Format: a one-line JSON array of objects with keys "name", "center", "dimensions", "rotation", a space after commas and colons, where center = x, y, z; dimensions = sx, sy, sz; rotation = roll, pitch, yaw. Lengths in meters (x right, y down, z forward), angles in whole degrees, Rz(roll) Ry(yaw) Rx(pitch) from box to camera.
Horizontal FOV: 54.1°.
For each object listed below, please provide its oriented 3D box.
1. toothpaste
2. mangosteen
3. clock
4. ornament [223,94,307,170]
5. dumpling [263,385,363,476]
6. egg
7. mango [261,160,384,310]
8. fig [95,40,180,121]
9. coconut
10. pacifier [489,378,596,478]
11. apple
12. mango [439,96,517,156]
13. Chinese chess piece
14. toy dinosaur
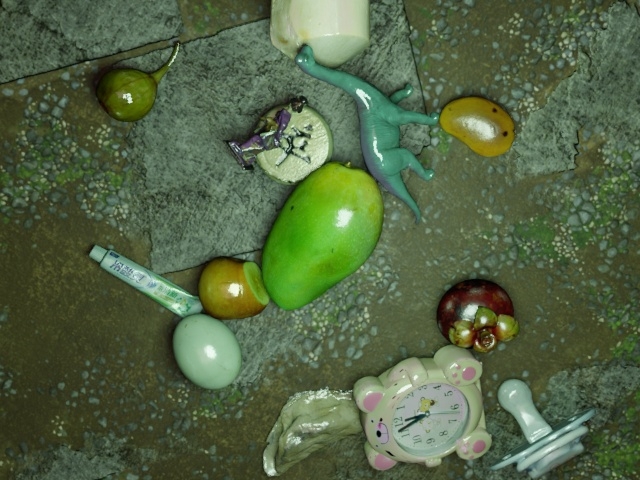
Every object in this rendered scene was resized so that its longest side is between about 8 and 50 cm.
[{"name": "toothpaste", "center": [-0.420, 0.101, 1.517], "dimensions": [0.296, 0.048, 0.075], "rotation": [32, 94, -8]}, {"name": "mangosteen", "center": [0.365, 0.183, 1.454], "dimensions": [0.199, 0.200, 0.200], "rotation": [0, 99, 0]}, {"name": "clock", "center": [0.244, 0.412, 1.508], "dimensions": [0.309, 0.114, 0.284], "rotation": [-14, 109, -6]}, {"name": "ornament", "center": [-0.106, -0.241, 1.373], "dimensions": [0.203, 0.081, 0.088], "rotation": [-38, 92, 4]}, {"name": "dumpling", "center": [-0.019, 0.461, 1.553], "dimensions": [0.332, 0.086, 0.166], "rotation": [-31, 100, 0]}, {"name": "egg", "center": [-0.269, 0.262, 1.486], "dimensions": [0.149, 0.149, 0.192], "rotation": [-31, 93, 4]}, {"name": "mango", "center": [0.000, 0.000, 1.420], "dimensions": [0.225, 0.201, 0.382], "rotation": [31, 109, -6]}, {"name": "fig", "center": [-0.401, -0.369, 1.429], "dimensions": [0.124, 0.124, 0.236], "rotation": [44, 72, -6]}, {"name": "coconut", "center": [0.002, -0.469, 1.339], "dimensions": [0.241, 0.241, 0.241], "rotation": [0, 99, 0]}, {"name": "pacifier", "center": [0.506, 0.438, 1.504], "dimensions": [0.287, 0.238, 0.226], "rotation": [-34, 67, 3]}, {"name": "apple", "center": [-0.204, 0.109, 1.468], "dimensions": [0.163, 0.146, 0.147], "rotation": [-1, 94, 2]}, {"name": "mango", "center": [0.366, -0.268, 1.443], "dimensions": [0.178, 0.090, 0.115], "rotation": [35, 104, 3]}, {"name": "Chinese chess piece", "center": [-0.064, -0.221, 1.449], "dimensions": [0.188, 0.083, 0.189], "rotation": [1, 98, 4]}, {"name": "toy dinosaur", "center": [0.091, -0.212, 1.350], "dimensions": [0.330, 0.129, 0.384], "rotation": [-6, 98, -33]}]
